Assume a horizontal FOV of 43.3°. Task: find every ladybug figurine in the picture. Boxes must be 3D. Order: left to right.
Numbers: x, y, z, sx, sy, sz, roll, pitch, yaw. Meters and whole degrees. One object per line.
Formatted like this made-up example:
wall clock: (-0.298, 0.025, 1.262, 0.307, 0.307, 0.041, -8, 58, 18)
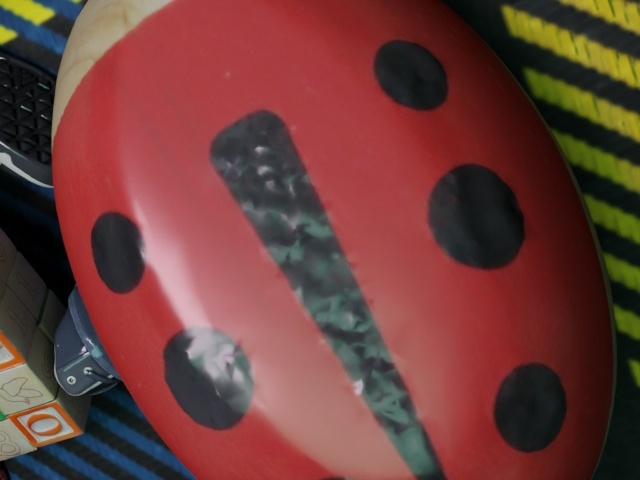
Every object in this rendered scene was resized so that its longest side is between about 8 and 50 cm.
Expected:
ladybug figurine: (0.000, 0.000, 0.463, 0.305, 0.162, 0.449, -34, 81, 4)

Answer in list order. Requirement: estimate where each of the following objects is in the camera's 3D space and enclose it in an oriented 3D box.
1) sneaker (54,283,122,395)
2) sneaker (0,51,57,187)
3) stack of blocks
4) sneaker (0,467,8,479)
sneaker: (-0.099, 0.096, 0.607, 0.163, 0.086, 0.226, -40, 78, 14)
sneaker: (-0.283, -0.104, 0.650, 0.235, 0.084, 0.097, 35, 137, 10)
stack of blocks: (-0.316, 0.044, 0.591, 0.171, 0.087, 0.297, -19, 126, 9)
sneaker: (-0.350, 0.292, 0.762, 0.093, 0.088, 0.225, 6, 104, 24)
